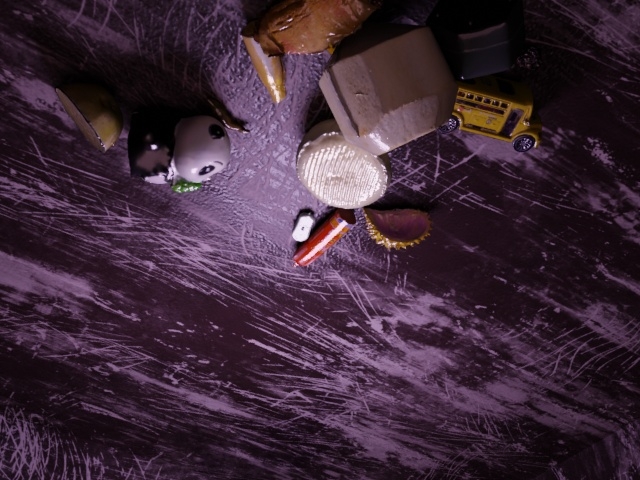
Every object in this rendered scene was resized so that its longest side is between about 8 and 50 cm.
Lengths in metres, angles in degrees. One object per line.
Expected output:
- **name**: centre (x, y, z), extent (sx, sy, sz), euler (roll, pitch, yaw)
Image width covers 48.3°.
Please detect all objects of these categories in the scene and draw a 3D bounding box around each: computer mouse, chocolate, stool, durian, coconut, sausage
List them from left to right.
- **chocolate**: centre (-0.135, -0.449, 1.818), extent (0.085, 0.086, 0.219), euler (-10, 137, 7)
- **computer mouse**: centre (-0.053, -0.049, 2.224), extent (0.056, 0.032, 0.110), euler (15, 121, -17)
- **sausage**: centre (0.000, 0.000, 2.246), extent (0.074, 0.074, 0.274), euler (29, 126, -26)
- **coconut**: centre (0.158, -0.369, 1.662), extent (0.323, 0.323, 0.323), euler (-1, 133, -1)
- **durian**: centre (0.232, -0.038, 2.199), extent (0.182, 0.165, 0.132), euler (-2, 105, -32)
- **stool**: centre (0.370, -0.497, 1.694), extent (0.232, 0.232, 0.141), euler (-11, 133, 8)
- **chocolate**: centre (0.488, -0.464, 1.833), extent (0.147, 0.070, 0.072), euler (-6, 129, -3)

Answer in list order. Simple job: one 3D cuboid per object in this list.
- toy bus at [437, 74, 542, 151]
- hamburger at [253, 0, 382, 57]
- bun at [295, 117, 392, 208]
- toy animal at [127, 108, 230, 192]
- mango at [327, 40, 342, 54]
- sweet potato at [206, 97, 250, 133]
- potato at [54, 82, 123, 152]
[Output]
- **toy bus**: centre (0.443, -0.352, 1.879), extent (0.331, 0.145, 0.151), euler (11, 133, -12)
- **hamburger**: centre (-0.006, -0.525, 1.602), extent (0.282, 0.155, 0.245), euler (11, 134, 0)
- **bun**: centre (0.070, -0.223, 1.990), extent (0.287, 0.146, 0.287), euler (9, 134, 9)
- **toy animal**: centre (-0.376, -0.235, 1.917), extent (0.266, 0.212, 0.212), euler (6, 133, 1)
- **mango**: centre (0.062, -0.497, 1.772), extent (0.161, 0.076, 0.103), euler (27, 138, -30)
- **sweet potato**: centre (-0.259, -0.333, 1.944), extent (0.041, 0.038, 0.153), euler (-14, 139, 42)
- **potato**: centre (-0.587, -0.341, 1.866), extent (0.117, 0.182, 0.202), euler (-39, 111, -16)
